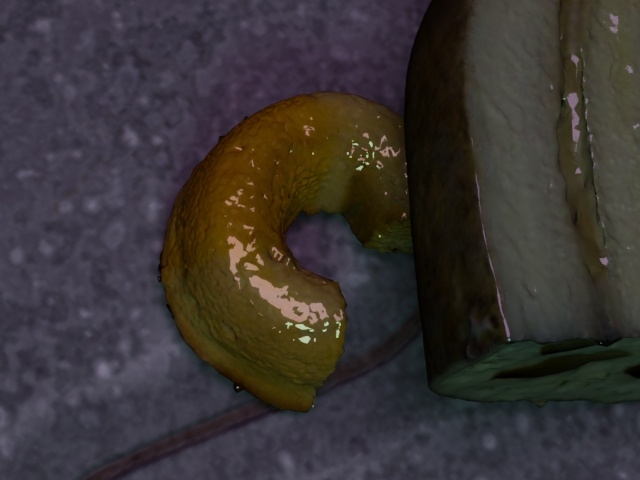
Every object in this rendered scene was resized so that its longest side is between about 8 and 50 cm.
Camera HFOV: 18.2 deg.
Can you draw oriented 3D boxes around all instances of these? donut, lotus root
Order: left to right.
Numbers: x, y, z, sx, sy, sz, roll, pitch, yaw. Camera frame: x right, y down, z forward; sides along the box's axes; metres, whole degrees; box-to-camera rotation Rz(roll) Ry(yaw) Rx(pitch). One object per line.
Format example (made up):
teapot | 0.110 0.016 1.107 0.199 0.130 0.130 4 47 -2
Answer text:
donut | -0.007 -0.009 1.080 0.146 0.078 0.181 44 67 5
lotus root | 0.142 -0.052 1.063 0.267 0.149 0.260 0 70 -31
